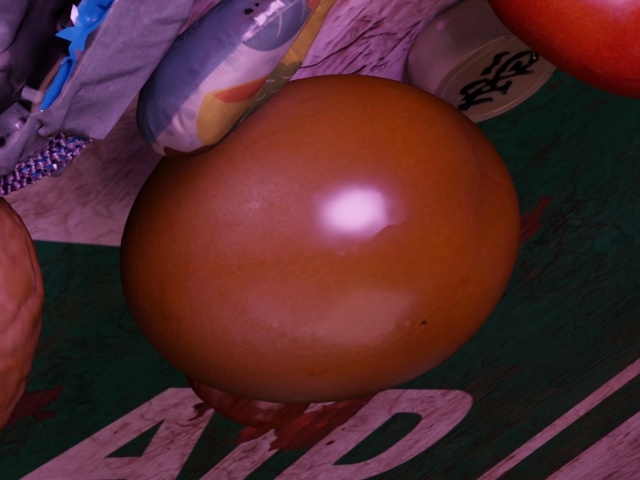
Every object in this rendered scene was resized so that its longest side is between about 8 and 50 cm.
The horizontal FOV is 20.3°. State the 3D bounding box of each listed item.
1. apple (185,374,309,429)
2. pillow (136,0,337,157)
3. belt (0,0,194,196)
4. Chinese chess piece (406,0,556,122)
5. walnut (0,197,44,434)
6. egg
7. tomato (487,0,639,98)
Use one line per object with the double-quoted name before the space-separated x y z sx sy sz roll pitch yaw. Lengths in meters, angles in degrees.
"apple" -0.065 0.130 1.905 0.131 0.146 0.146 -53 148 6
"pillow" -0.053 -0.155 1.344 0.214 0.086 0.233 -47 -178 21
"belt" -0.206 -0.166 1.188 0.260 0.122 0.325 9 124 -54
"Chinese chess piece" 0.148 -0.164 1.620 0.144 0.058 0.144 -19 153 -10
"walnut" -0.362 0.056 1.341 0.333 0.333 0.333 -19 154 -10
"egg" 0.000 0.000 1.551 0.351 0.283 0.282 -16 154 -3
"tomato" 0.258 -0.248 1.355 0.298 0.298 0.226 -38 -169 27
